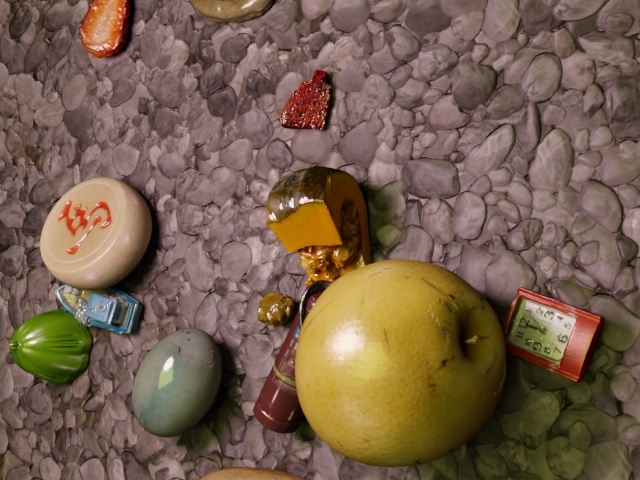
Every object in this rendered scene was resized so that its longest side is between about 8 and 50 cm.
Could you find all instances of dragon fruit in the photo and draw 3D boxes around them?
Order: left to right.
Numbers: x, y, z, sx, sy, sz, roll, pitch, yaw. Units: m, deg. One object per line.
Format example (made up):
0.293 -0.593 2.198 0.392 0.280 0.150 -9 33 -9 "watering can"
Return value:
-0.029 -0.288 1.651 0.097 0.063 0.131 13 89 -1 "dragon fruit"

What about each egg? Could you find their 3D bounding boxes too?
-0.293 0.291 1.646 0.169 0.169 0.237 29 100 31 "egg"

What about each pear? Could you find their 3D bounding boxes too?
0.128 0.198 1.309 0.348 0.348 0.349 -5 80 30 "pear"

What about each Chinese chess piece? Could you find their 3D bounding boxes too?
-0.513 -0.016 1.825 0.273 0.102 0.273 -13 59 23 "Chinese chess piece"

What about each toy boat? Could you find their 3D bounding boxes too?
-0.527 0.148 1.851 0.237 0.098 0.109 14 87 32 "toy boat"

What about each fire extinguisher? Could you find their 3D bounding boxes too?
-0.009 0.206 1.502 0.105 0.141 0.341 -106 39 -65 "fire extinguisher"

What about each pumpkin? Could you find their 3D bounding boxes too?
0.001 0.000 1.499 0.139 0.190 0.281 -12 78 28 "pumpkin"

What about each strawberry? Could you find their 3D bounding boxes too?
-0.512 -0.533 1.962 0.121 0.082 0.188 21 84 12 "strawberry"

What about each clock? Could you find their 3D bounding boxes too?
0.380 0.154 1.325 0.155 0.061 0.113 22 94 35 "clock"

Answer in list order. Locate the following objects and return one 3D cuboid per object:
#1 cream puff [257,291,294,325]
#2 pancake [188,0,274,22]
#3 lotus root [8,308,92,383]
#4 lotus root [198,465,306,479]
-0.088 0.142 1.614 0.083 0.083 0.058 -24 115 15 "cream puff"
-0.192 -0.617 1.790 0.294 0.049 0.295 -5 81 32 "pancake"
-0.658 0.245 1.875 0.186 0.186 0.186 -5 80 30 "lotus root"
-0.151 0.523 1.536 0.342 0.151 0.169 -4 80 28 "lotus root"
